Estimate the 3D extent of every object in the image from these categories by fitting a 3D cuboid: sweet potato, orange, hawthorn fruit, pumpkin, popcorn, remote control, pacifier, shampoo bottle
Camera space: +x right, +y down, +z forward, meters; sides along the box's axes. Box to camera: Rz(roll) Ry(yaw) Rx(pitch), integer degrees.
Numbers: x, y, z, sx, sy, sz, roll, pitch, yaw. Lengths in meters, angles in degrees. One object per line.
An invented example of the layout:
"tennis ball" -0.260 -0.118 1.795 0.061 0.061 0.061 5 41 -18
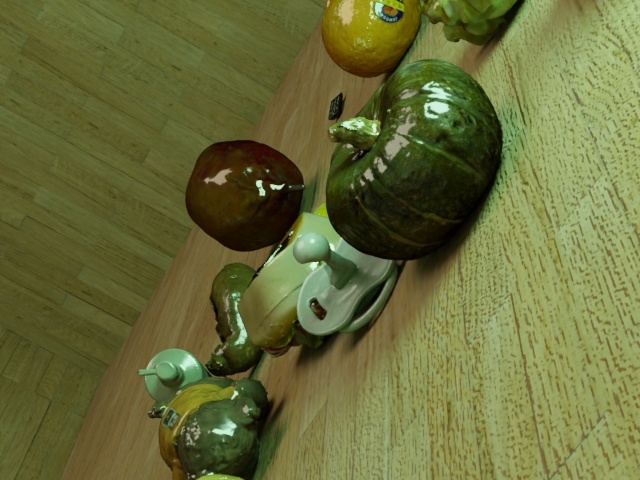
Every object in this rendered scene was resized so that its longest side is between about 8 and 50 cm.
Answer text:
"sweet potato" -0.124 0.103 1.841 0.310 0.098 0.124 -86 -3 -68
"orange" 0.083 -0.360 1.988 0.177 0.155 0.178 -164 90 -76
"hawthorn fruit" -0.114 -0.086 2.114 0.248 0.208 0.208 -10 49 54
"pumpkin" 0.082 -0.087 1.221 0.219 0.162 0.219 -58 15 25
"popcorn" 0.193 -0.317 1.443 0.135 0.162 0.141 -27 15 -35
"remote control" 0.032 -0.257 2.322 0.034 0.016 0.091 -38 19 23
"pacifier" 0.017 0.034 1.324 0.150 0.116 0.127 -45 40 10
"shampoo bottle" -0.199 0.211 1.739 0.085 0.085 0.262 -63 -11 -13

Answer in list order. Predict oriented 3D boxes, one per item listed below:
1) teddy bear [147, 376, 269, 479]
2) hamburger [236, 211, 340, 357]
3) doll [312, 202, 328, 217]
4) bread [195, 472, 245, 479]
"teddy bear" -0.134 0.240 1.474 0.177 0.140 0.190 -60 18 -10
"hamburger" -0.024 0.058 1.494 0.173 0.116 0.210 -57 3 -31
"doll" 0.000 0.000 1.622 0.106 0.062 0.162 -17 -19 -36
"bread" -0.146 0.343 1.323 0.245 0.102 0.094 -49 13 44
